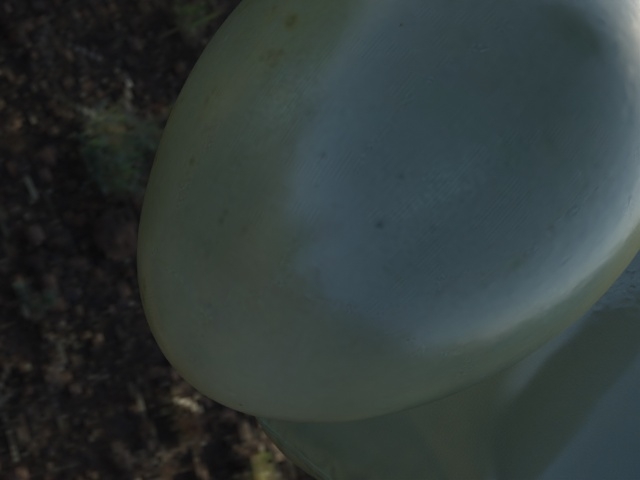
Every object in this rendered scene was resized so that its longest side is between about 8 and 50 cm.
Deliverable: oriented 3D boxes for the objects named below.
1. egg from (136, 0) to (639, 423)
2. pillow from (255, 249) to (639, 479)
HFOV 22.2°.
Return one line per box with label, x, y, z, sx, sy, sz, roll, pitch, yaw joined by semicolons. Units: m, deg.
egg;0.035;-0.032;0.665;0.253;0.188;0.188;-45;113;-16
pillow;0.139;0.051;0.940;0.322;0.255;0.120;-49;144;-5
